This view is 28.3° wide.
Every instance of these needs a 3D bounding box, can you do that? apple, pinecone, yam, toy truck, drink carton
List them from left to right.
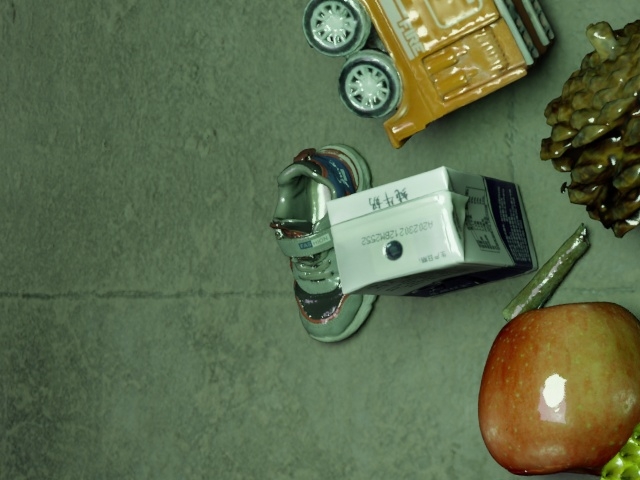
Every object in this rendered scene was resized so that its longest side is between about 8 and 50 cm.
[{"bbox_3d":[0.073,-0.312,1.281,0.207,0.173,0.387,-23,102,29],"label":"toy truck"},{"bbox_3d":[0.117,-0.003,1.291,0.134,0.222,0.101,-14,82,27],"label":"drink carton"},{"bbox_3d":[0.242,0.039,1.333,0.129,0.027,0.033,-51,28,19],"label":"yam"},{"bbox_3d":[0.241,0.149,1.244,0.181,0.181,0.168,-11,79,27],"label":"apple"},{"bbox_3d":[0.328,-0.096,1.186,0.243,0.243,0.257,-8,105,27],"label":"pinecone"}]

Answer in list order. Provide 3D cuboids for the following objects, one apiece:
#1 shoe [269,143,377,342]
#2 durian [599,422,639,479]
[{"bbox_3d":[-0.001,0.000,1.411,0.099,0.125,0.227,-3,85,25],"label":"shoe"},{"bbox_3d":[0.370,0.210,1.176,0.157,0.169,0.355,45,108,19],"label":"durian"}]
